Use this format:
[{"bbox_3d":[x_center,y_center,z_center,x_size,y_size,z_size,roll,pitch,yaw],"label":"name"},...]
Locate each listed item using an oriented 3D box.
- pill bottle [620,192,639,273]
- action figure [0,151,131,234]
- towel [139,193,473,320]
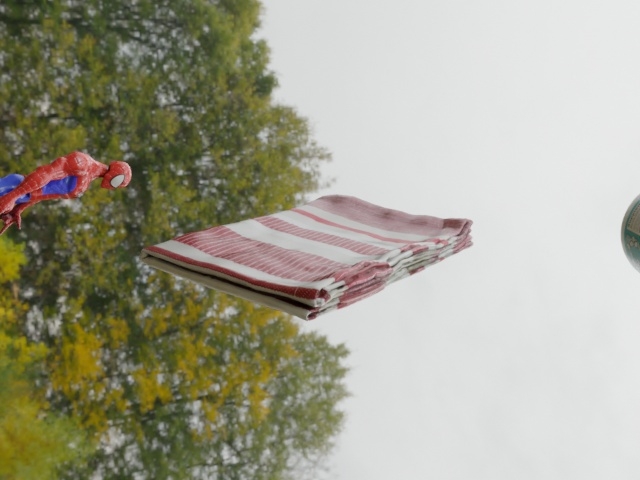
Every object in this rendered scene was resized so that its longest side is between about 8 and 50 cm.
[{"bbox_3d":[0.465,0.001,0.812,0.264,0.146,0.146,-61,149,-77],"label":"pill bottle"},{"bbox_3d":[-0.146,-0.021,0.307,0.038,0.115,0.030,-25,-98,68],"label":"action figure"},{"bbox_3d":[0.000,0.000,0.748,0.237,0.329,0.037,13,-71,34],"label":"towel"}]
